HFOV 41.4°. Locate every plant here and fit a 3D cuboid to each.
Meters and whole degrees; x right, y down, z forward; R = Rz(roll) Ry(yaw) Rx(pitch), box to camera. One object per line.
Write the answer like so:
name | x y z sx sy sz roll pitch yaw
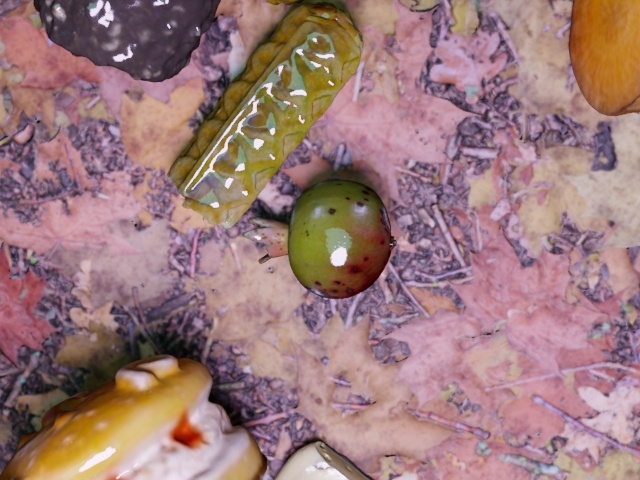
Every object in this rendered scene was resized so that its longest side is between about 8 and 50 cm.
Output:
plant | -0.172 -0.283 0.832 0.204 0.178 0.234 15 122 -38

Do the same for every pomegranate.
pomegranate | 0.002 0.007 0.906 0.159 0.129 0.129 -25 95 13

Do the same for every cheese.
cheese | -0.039 0.358 0.989 0.127 0.054 0.251 38 98 1

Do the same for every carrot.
carrot | 0.407 -0.223 0.848 0.254 0.196 0.196 -1 97 -8

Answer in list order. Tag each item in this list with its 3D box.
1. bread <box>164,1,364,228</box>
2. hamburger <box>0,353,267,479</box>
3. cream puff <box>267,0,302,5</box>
bread | -0.056 -0.138 0.910 0.087 0.098 0.269 32 100 -40
hamburger | -0.219 0.245 0.864 0.303 0.261 0.186 -41 97 -35
cream puff | -0.045 -0.287 0.897 0.083 0.083 0.058 -22 57 -13
